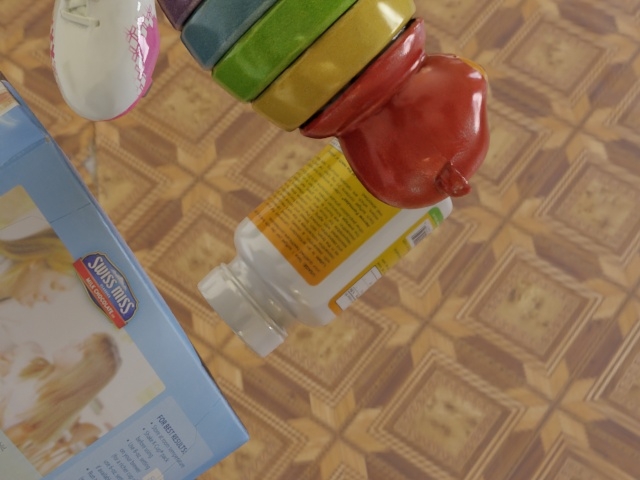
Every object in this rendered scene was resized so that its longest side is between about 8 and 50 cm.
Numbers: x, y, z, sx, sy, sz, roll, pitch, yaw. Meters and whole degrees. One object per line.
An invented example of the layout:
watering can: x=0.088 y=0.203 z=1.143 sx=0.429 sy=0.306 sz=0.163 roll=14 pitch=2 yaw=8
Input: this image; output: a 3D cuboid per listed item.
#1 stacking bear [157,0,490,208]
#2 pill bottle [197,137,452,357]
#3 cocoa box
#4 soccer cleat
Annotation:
stacking bear: x=0.007 y=-0.145 z=0.788 sx=0.164 sy=0.175 sz=0.289 roll=-45 pitch=97 yaw=-3
pill bottle: x=0.000 y=0.000 z=1.112 sx=0.246 sy=0.136 sz=0.136 roll=-42 pitch=65 yaw=-2
cocoa box: x=-0.256 y=0.066 z=0.899 sx=0.231 sy=0.347 sz=0.228 roll=-35 pitch=37 yaw=-10
soccer cleat: x=-0.224 y=-0.279 z=1.079 sx=0.116 sy=0.143 sz=0.331 roll=-7 pitch=65 yaw=15
